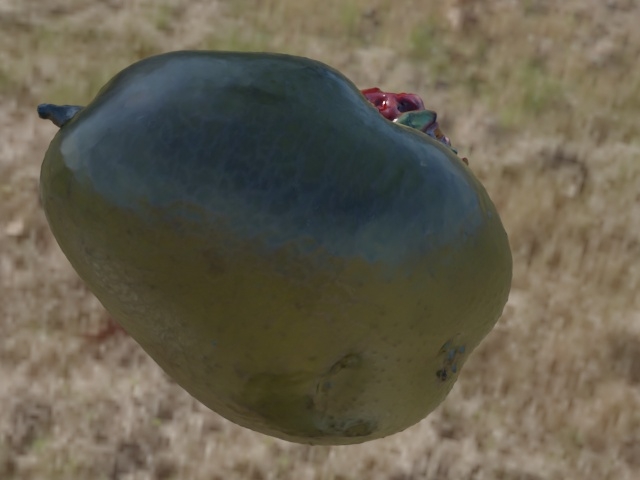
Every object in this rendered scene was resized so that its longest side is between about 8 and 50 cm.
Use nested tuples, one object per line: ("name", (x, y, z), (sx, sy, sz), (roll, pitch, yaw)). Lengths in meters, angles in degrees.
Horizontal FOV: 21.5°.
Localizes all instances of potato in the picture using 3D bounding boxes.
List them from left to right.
("potato", (-0.027, -0.001, 0.821), (0.251, 0.174, 0.159), (33, 2, -17))

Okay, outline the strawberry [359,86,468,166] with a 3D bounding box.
("strawberry", (0.000, 0.000, 1.958), (0.295, 0.345, 0.317), (30, 56, -13))
